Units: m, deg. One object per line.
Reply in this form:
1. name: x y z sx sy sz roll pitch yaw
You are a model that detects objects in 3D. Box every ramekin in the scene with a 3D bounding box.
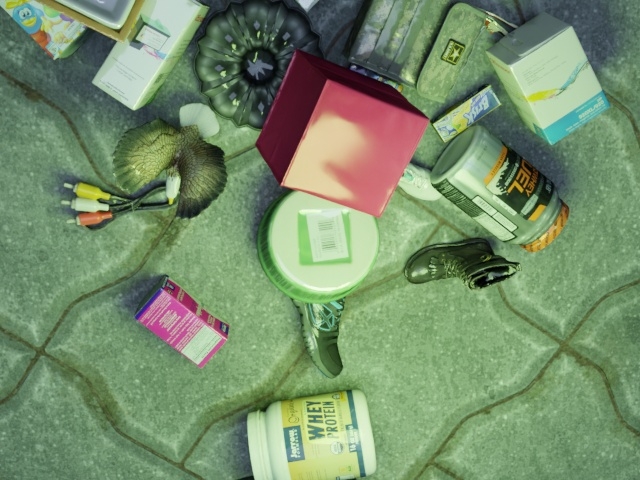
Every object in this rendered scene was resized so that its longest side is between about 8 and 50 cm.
1. ramekin: 0.000 0.000 1.944 0.303 0.148 0.303 1 83 -8

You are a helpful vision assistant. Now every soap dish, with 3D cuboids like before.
1. soap dish: -0.492 -0.568 1.654 0.291 0.118 0.229 25 85 -9

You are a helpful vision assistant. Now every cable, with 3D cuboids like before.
1. cable: -0.494 -0.078 1.989 0.287 0.072 0.139 1 111 -4

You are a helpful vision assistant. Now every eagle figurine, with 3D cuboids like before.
1. eagle figurine: -0.334 -0.180 1.851 0.226 0.298 0.225 -19 105 3

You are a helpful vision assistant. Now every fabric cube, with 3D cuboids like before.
1. fabric cube: 0.039 -0.242 1.789 0.258 0.259 0.254 15 112 -25

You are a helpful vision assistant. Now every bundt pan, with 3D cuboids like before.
1. bundt pan: -0.145 -0.412 1.887 0.331 0.124 0.331 -1 107 -3

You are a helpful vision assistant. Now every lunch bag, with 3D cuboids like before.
1. lunch bag: 0.227 -0.477 1.866 0.287 0.169 0.235 21 107 -13

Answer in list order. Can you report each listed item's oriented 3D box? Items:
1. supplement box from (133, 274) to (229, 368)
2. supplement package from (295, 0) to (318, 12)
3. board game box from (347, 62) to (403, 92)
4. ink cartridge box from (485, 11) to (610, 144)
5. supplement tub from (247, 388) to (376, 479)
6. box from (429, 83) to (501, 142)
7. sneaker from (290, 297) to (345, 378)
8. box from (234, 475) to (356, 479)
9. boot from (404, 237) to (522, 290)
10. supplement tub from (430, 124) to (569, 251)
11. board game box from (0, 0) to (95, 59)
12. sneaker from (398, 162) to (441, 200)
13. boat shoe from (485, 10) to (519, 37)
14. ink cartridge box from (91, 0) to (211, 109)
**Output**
1. supplement box: -0.354 0.209 2.057 0.220 0.111 0.114 41 99 -13
2. supplement package: -0.034 -0.660 1.807 0.194 0.149 0.203 -43 103 9
3. board game box: 0.103 -0.333 1.960 0.141 0.048 0.170 23 103 -10
4. ink cartridge box: 0.534 -0.385 1.884 0.168 0.171 0.232 -33 116 7
5. supplement tub: -0.023 0.526 2.103 0.316 0.228 0.228 -9 106 -1
6. box: 0.359 -0.316 1.975 0.169 0.054 0.059 -34 105 6
7. sneaker: 0.011 0.200 2.067 0.139 0.125 0.341 -18 107 1
8. box: -0.055 0.753 2.123 0.343 0.312 0.179 -15 106 1
9. boot: 0.347 0.071 1.993 0.263 0.229 0.091 -19 106 2
10. supplement tub: 0.444 -0.121 1.963 0.316 0.193 0.193 36 101 -12
11. board game box: -0.640 -0.563 1.807 0.142 0.144 0.275 -41 103 9
12. sneaker: 0.220 -0.160 1.991 0.212 0.094 0.080 31 101 -11
13. boat shoe: 0.426 -0.517 1.927 0.137 0.049 0.043 23 106 -14
14. ink cartridge box: -0.380 -0.449 1.822 0.117 0.201 0.278 34 101 -9
